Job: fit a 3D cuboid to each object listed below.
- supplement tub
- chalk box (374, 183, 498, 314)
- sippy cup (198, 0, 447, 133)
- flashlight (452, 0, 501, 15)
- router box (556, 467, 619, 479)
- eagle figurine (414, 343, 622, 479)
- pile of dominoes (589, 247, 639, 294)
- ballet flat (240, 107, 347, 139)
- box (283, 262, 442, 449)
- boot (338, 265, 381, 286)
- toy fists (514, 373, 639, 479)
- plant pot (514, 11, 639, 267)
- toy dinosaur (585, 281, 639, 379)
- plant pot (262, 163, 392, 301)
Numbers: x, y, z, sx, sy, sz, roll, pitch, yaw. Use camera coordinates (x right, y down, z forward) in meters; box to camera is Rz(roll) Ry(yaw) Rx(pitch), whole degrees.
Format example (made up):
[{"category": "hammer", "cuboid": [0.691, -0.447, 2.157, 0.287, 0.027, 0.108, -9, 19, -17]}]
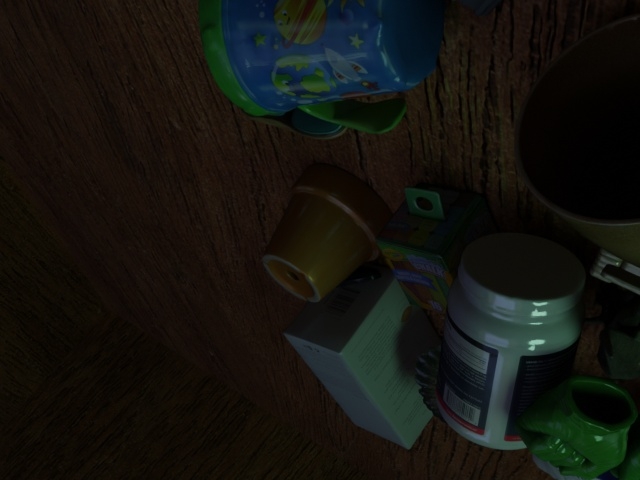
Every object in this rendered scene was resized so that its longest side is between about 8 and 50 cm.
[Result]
[{"category": "supplement tub", "cuboid": [0.271, 0.146, 1.187, 0.191, 0.191, 0.272, 24, 129, 30]}, {"category": "chalk box", "cuboid": [0.186, 0.004, 1.286, 0.132, 0.132, 0.213, 15, 148, 44]}, {"category": "sippy cup", "cuboid": [0.016, -0.261, 0.961, 0.224, 0.240, 0.305, 7, -178, 33]}, {"category": "flashlight", "cuboid": [0.203, -0.309, 0.729, 0.103, 0.103, 0.304, 36, 156, -3]}, {"category": "router box", "cuboid": [0.582, 0.442, 1.299, 0.335, 0.082, 0.301, 7, 145, 52]}, {"category": "eagle figurine", "cuboid": [0.335, 0.277, 1.471, 0.298, 0.226, 0.225, 11, -158, -16]}, {"category": "pile of dominoes", "cuboid": [0.447, 0.064, 0.955, 0.251, 0.196, 0.040, 27, 121, 23]}, {"category": "ballet flat", "cuboid": [-0.029, -0.206, 1.316, 0.232, 0.080, 0.073, 23, -179, 37]}, {"category": "box", "cuboid": [0.115, 0.235, 1.713, 0.168, 0.215, 0.345, 13, 146, 45]}, {"category": "boot", "cuboid": [0.057, 0.037, 1.609, 0.121, 0.099, 0.045, -12, 174, 32]}, {"category": "toy fists", "cuboid": [0.400, 0.267, 1.102, 0.279, 0.096, 0.142, 13, 142, -14]}, {"category": "plant pot", "cuboid": [0.359, -0.064, 0.843, 0.237, 0.237, 0.254, 15, 164, 43]}, {"category": "toy dinosaur", "cuboid": [0.417, 0.119, 1.076, 0.121, 0.313, 0.160, 21, 116, 12]}, {"category": "plant pot", "cuboid": [0.000, 0.000, 1.478, 0.205, 0.188, 0.205, 31, 156, 16]}]
